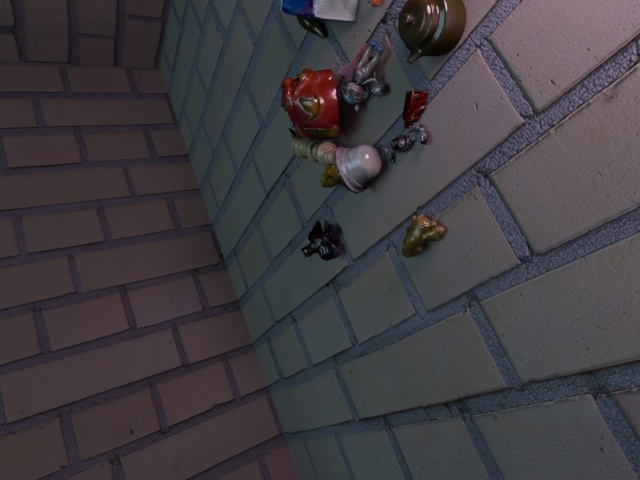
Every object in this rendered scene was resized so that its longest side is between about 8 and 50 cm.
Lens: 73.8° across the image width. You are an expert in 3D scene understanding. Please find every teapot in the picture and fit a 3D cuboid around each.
[{"bbox_3d":[0.318,-0.673,1.285,0.185,0.175,0.268,36,128,43],"label":"teapot"}]

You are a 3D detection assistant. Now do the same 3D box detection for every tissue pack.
[{"bbox_3d":[-0.006,-0.947,1.664,0.263,0.198,0.146,39,132,45],"label":"tissue pack"}]

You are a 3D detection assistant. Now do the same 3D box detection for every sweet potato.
[{"bbox_3d":[-0.053,-0.953,1.848,0.244,0.077,0.077,63,144,26],"label":"sweet potato"}]

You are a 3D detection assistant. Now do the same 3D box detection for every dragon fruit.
[{"bbox_3d":[-0.047,-0.552,1.751,0.305,0.225,0.306,175,90,-85],"label":"dragon fruit"},{"bbox_3d":[0.326,-0.450,1.470,0.097,0.063,0.131,-95,9,-66],"label":"dragon fruit"}]

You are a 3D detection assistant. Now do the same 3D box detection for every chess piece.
[{"bbox_3d":[-0.011,-0.393,1.856,0.397,0.117,0.117,-143,49,-60],"label":"chess piece"}]

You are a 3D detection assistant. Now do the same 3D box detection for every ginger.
[{"bbox_3d":[0.348,-0.018,1.532,0.115,0.081,0.205,42,133,-2],"label":"ginger"}]

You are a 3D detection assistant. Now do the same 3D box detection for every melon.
[{"bbox_3d":[0.056,-0.306,1.891,0.128,0.079,0.160,-138,67,-69],"label":"melon"}]

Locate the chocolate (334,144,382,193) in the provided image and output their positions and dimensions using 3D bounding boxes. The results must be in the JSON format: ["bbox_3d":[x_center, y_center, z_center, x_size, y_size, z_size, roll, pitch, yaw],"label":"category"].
[{"bbox_3d":[0.167,-0.291,1.662,0.147,0.221,0.221,-12,90,32],"label":"chocolate"}]

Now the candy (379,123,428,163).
[{"bbox_3d":[0.297,-0.344,1.532,0.226,0.051,0.094,-15,90,57],"label":"candy"}]

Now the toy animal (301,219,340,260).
[{"bbox_3d":[-0.007,0.005,1.992,0.219,0.179,0.116,57,168,27],"label":"toy animal"}]

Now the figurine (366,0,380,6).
[{"bbox_3d":[0.184,-0.882,1.539,0.064,0.047,0.109,103,149,-44],"label":"figurine"}]

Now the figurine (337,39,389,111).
[{"bbox_3d":[0.178,-0.612,1.605,0.205,0.103,0.260,34,135,3],"label":"figurine"}]

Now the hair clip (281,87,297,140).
[{"bbox_3d":[-0.131,-0.610,2.080,0.106,0.084,0.292,10,113,50],"label":"hair clip"}]
